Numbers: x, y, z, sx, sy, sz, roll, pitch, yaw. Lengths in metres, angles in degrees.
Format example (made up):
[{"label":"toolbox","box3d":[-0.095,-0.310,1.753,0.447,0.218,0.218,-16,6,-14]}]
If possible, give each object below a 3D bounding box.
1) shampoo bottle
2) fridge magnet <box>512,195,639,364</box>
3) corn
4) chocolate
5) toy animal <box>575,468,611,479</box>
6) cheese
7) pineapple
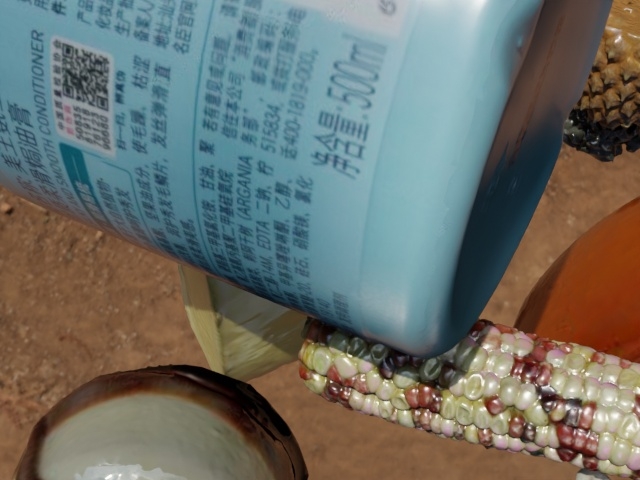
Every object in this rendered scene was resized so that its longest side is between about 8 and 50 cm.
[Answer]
[{"label":"shampoo bottle","box3d":[-0.023,-0.138,0.521,0.342,0.331,0.331,22,133,19]},{"label":"fridge magnet","box3d":[0.370,0.049,0.939,0.363,0.363,0.155,-36,100,32]},{"label":"corn","box3d":[0.116,0.097,0.589,0.280,0.092,0.092,12,133,22]},{"label":"chocolate","box3d":[-0.142,0.264,0.743,0.283,0.186,0.284,-3,106,-10]},{"label":"toy animal","box3d":[0.258,0.311,0.608,0.307,0.188,0.266,22,119,-20]},{"label":"cheese","box3d":[0.000,0.000,0.830,0.265,0.124,0.243,-21,148,-17]},{"label":"pineapple","box3d":[0.501,-0.255,1.487,0.222,0.223,0.357,9,144,1]}]
